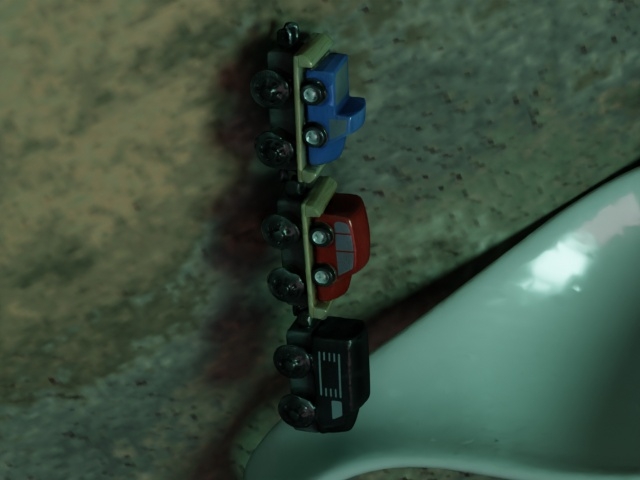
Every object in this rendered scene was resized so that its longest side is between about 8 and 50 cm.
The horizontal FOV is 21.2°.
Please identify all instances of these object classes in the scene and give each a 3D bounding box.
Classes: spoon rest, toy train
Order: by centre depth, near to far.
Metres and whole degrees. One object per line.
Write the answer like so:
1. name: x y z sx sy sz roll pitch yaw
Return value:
1. toy train: 0.000 0.000 0.597 0.036 0.027 0.158 6 119 18
2. spoon rest: 0.075 0.061 0.643 0.276 0.137 0.084 -33 136 22
